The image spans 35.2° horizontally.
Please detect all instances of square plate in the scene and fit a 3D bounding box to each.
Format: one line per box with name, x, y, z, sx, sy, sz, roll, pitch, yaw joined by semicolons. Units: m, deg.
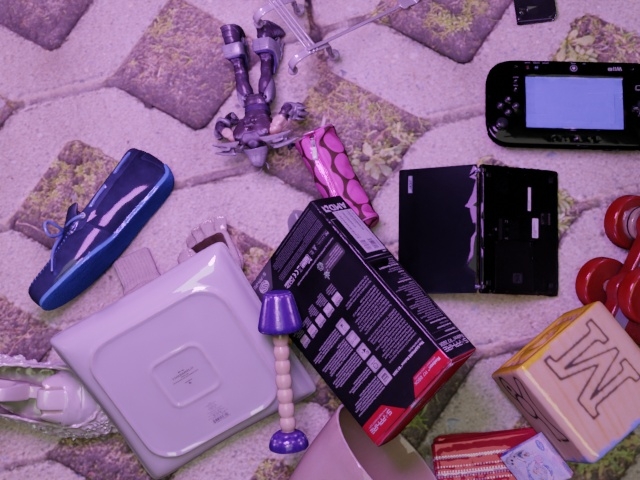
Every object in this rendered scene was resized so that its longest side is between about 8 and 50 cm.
square plate;-0.232;0.225;1.763;0.347;0.049;0.344;-30;111;3

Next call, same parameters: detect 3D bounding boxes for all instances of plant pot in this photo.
plant pot;0.032;0.465;1.728;0.256;0.256;0.274;45;105;6

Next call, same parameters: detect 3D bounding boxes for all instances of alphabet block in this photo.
alphabet block;0.442;0.244;1.727;0.193;0.192;0.197;-38;85;-11

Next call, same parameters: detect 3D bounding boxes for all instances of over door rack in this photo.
over door rack;0.005;-0.466;1.861;0.324;0.108;0.239;-34;84;-22

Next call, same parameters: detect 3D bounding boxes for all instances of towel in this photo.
towel;0.311;0.476;1.801;0.199;0.031;0.274;-7;86;0

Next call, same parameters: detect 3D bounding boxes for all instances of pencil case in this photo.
pencil case;0.028;-0.105;1.835;0.095;0.098;0.209;-28;85;0

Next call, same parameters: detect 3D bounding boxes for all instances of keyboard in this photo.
keyboard;0.377;-0.494;1.894;0.108;0.023;0.180;-7;83;-4

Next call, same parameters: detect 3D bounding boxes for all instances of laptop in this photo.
laptop;0.291;-0.015;1.857;0.265;0.136;0.234;3;85;-23

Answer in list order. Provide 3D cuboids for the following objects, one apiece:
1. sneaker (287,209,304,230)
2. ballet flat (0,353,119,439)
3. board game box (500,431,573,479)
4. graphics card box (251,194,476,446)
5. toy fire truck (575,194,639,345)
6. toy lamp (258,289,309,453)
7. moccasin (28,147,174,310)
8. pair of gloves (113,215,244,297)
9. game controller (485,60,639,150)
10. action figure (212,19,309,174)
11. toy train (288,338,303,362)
sneaker;0.000;0.000;1.852;0.152;0.061;0.053;40;95;25
ballet flat;-0.524;0.280;1.810;0.409;0.147;0.146;6;85;3
board game box;0.376;0.391;1.759;0.090;0.020;0.090;-39;87;34
graphics card box;0.062;0.132;1.718;0.371;0.094;0.232;48;125;20
toy fire truck;0.620;0.060;1.776;0.254;0.169;0.302;27;87;-19
toy lamp;-0.063;0.222;1.730;0.080;0.080;0.274;-3;100;3
moccasin;-0.413;-0.023;1.849;0.117;0.137;0.342;39;74;10
pair of gloves;-0.253;0.073;1.819;0.240;0.042;0.204;-20;58;3
game controller;0.461;-0.247;1.843;0.319;0.067;0.166;2;85;2
action figure;-0.114;-0.257;1.847;0.185;0.099;0.284;-6;78;13
toy train;-0.079;0.189;1.839;0.125;0.046;0.166;41;88;5
